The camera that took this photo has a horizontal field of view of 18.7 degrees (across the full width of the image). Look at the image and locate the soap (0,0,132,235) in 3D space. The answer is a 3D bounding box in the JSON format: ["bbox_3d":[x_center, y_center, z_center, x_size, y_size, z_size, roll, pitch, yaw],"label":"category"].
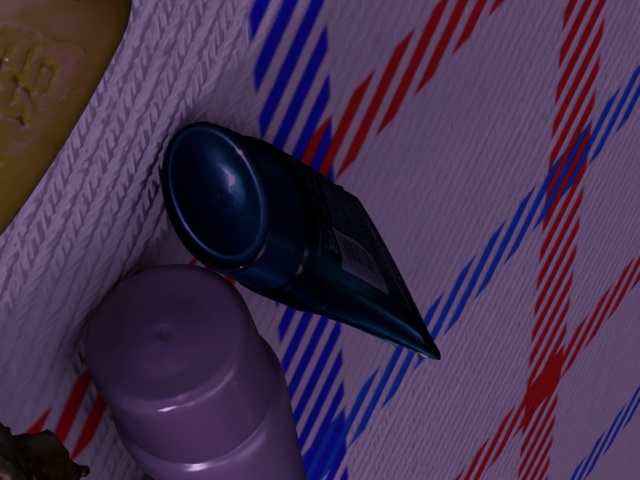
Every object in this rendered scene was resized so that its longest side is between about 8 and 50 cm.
[{"bbox_3d":[-0.111,-0.044,0.591,0.089,0.045,0.140,7,123,-53],"label":"soap"}]

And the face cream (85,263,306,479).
[{"bbox_3d":[-0.052,0.121,1.110,0.096,0.154,0.274,-32,147,-7],"label":"face cream"}]

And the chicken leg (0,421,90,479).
[{"bbox_3d":[-0.183,0.261,0.984,0.211,0.140,0.361,8,115,-57],"label":"chicken leg"}]

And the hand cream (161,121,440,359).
[{"bbox_3d":[0.000,0.000,1.096,0.061,0.120,0.270,-34,159,15],"label":"hand cream"}]
